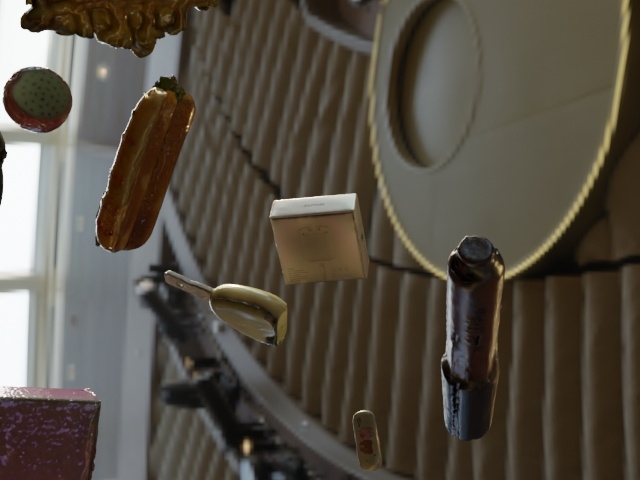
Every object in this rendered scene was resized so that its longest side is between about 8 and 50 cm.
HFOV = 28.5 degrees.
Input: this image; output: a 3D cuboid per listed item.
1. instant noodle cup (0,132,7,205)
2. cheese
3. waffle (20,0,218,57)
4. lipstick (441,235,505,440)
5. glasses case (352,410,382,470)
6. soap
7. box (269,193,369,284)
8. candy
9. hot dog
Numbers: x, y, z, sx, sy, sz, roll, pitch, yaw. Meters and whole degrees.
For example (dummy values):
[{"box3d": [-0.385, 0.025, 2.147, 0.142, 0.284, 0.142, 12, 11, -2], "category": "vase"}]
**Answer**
[{"box3d": [-0.490, -0.078, 1.522, 0.177, 0.125, 0.208, 53, -54, 12], "category": "instant noodle cup"}, {"box3d": [-0.178, 0.113, 2.331, 0.054, 0.251, 0.127, -57, 163, -34], "category": "cheese"}, {"box3d": [-0.229, -0.372, 1.450, 0.062, 0.329, 0.329, -125, -136, -60], "category": "waffle"}, {"box3d": [0.192, 0.131, 1.597, 0.418, 0.077, 0.077, 83, -9, -54], "category": "lipstick"}, {"box3d": [0.065, 0.277, 1.738, 0.021, 0.032, 0.083, 20, 61, -80], "category": "glasses case"}, {"box3d": [-0.468, 0.309, 1.867, 0.081, 0.259, 0.181, -161, -103, -66], "category": "soap"}, {"box3d": [0.000, 0.000, 1.916, 0.051, 0.130, 0.129, -81, 163, -55], "category": "box"}, {"box3d": [-0.418, -0.208, 1.859, 0.043, 0.103, 0.103, -42, -129, 55], "category": "candy"}, {"box3d": [-0.238, -0.104, 1.670, 0.076, 0.104, 0.250, 24, -76, 20], "category": "hot dog"}]
